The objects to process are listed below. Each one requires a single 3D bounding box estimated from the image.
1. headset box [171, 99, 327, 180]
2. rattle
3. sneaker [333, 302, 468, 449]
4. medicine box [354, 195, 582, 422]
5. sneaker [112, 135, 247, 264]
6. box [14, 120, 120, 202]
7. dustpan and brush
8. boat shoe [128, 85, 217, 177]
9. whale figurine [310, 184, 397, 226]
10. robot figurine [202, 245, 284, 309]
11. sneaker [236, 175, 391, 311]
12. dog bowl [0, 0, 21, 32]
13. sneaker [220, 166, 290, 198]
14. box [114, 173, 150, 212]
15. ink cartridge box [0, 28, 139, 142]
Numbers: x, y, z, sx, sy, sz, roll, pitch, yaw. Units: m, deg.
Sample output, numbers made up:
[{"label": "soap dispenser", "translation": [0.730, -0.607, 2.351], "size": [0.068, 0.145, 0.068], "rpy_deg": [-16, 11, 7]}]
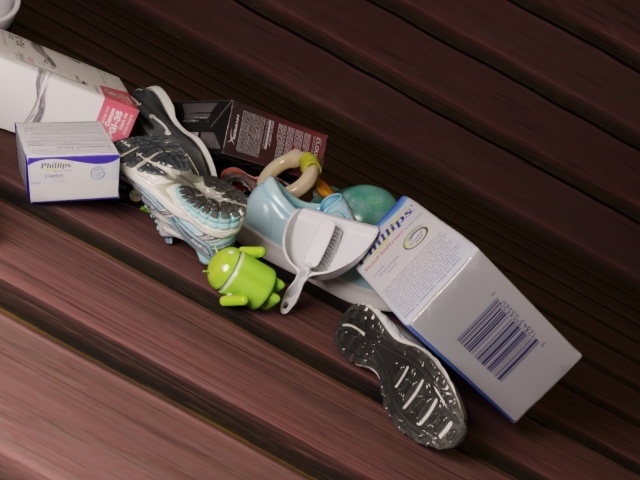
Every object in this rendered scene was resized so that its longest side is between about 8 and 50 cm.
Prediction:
[{"label": "headset box", "translation": [-0.146, -0.200, 1.652], "size": [0.293, 0.110, 0.218], "rpy_deg": [14, -3, -44]}, {"label": "rattle", "translation": [-0.075, -0.073, 1.530], "size": [0.130, 0.199, 0.142], "rpy_deg": [33, -19, 29]}, {"label": "sneaker", "translation": [0.125, 0.180, 1.083], "size": [0.108, 0.100, 0.271], "rpy_deg": [24, 15, -36]}, {"label": "medicine box", "translation": [0.213, 0.097, 1.232], "size": [0.263, 0.149, 0.289], "rpy_deg": [42, 3, -23]}, {"label": "sneaker", "translation": [-0.232, -0.061, 1.189], "size": [0.110, 0.122, 0.283], "rpy_deg": [-19, 46, -41]}, {"label": "box", "translation": [-0.366, -0.116, 1.139], "size": [0.126, 0.072, 0.137], "rpy_deg": [-5, 30, -25]}, {"label": "dustpan and brush", "translation": [-0.011, 0.033, 1.231], "size": [0.147, 0.211, 0.060], "rpy_deg": [16, -26, 19]}, {"label": "boat shoe", "translation": [-0.292, -0.173, 1.473], "size": [0.091, 0.114, 0.302], "rpy_deg": [-15, 50, -35]}, {"label": "whale figurine", "translation": [0.080, -0.069, 1.708], "size": [0.216, 0.141, 0.272], "rpy_deg": [20, 16, -27]}, {"label": "robot figurine", "translation": [-0.109, 0.054, 1.113], "size": [0.115, 0.067, 0.101], "rpy_deg": [32, 53, -19]}, {"label": "sneaker", "translation": [0.036, 0.005, 1.378], "size": [0.366, 0.150, 0.135], "rpy_deg": [24, 17, -16]}, {"label": "dog bowl", "translation": [-0.697, -0.445, 1.444], "size": [0.265, 0.104, 0.265], "rpy_deg": [24, 40, -21]}, {"label": "sneaker", "translation": [-0.129, -0.098, 1.615], "size": [0.158, 0.061, 0.065], "rpy_deg": [12, 31, -20]}, {"label": "box", "translation": [-0.289, -0.084, 1.305], "size": [0.207, 0.036, 0.114], "rpy_deg": [21, 17, -27]}, {"label": "ink cartridge box", "translation": [-0.481, -0.255, 1.360], "size": [0.283, 0.117, 0.207], "rpy_deg": [19, 18, -33]}]
